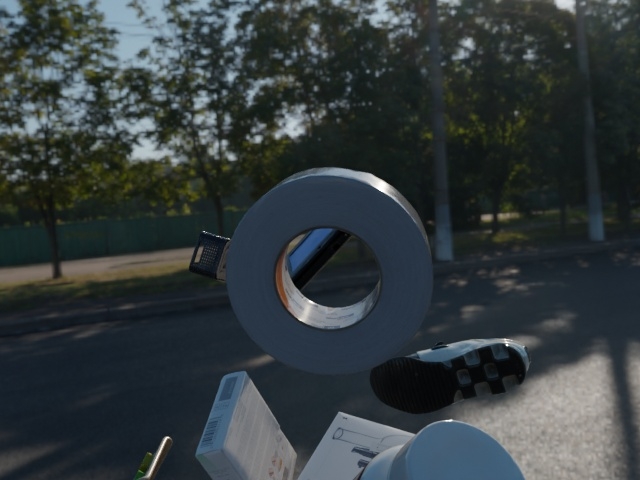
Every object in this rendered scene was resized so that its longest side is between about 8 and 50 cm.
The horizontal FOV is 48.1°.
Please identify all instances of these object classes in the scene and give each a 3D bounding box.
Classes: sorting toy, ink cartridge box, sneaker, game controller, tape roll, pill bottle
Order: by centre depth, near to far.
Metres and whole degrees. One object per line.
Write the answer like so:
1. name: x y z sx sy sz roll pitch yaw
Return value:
1. tape roll: 0.011 0.032 0.779 0.219 0.219 0.072 -4 13 8
2. pill bottle: 0.122 0.441 1.061 0.224 0.224 0.392 -6 -36 -35
3. ink cartridge box: -0.120 0.367 1.232 0.056 0.224 0.181 -15 29 18
4. sneaker: 0.267 0.268 1.459 0.331 0.122 0.146 -12 1 26
5. sorting toy: -0.383 0.519 1.474 0.038 0.193 0.208 28 8 -1
6. game controller: 0.000 0.000 1.630 0.067 0.319 0.166 38 11 -26

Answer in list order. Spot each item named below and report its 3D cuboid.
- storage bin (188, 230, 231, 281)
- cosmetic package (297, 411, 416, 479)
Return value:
1. storage bin: -0.297 0.050 2.073 0.084 0.122 0.180 16 -3 13
2. cosmetic package: 0.109 0.543 1.564 0.285 0.097 0.377 11 21 16
